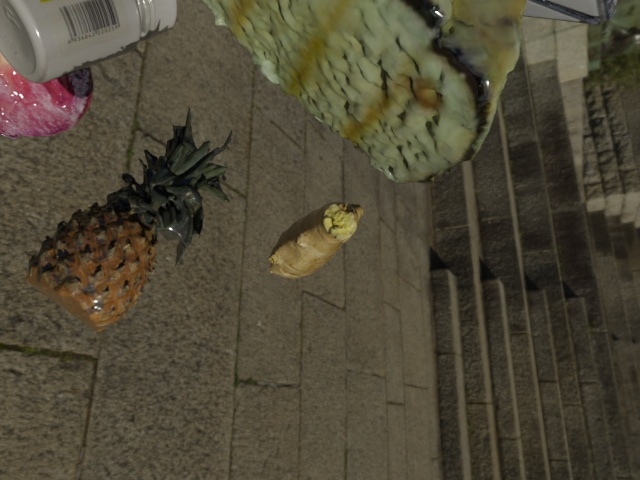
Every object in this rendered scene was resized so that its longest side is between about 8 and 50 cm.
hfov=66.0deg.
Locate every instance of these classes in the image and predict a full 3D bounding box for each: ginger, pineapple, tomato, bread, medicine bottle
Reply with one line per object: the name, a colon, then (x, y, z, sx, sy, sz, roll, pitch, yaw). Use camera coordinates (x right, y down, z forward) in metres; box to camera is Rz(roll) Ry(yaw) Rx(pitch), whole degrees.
ginger: (0.021, 0.000, 1.216, 0.236, 0.375, 0.166, -1, 82, -37)
pineapple: (-0.252, -0.040, 0.741, 0.364, 0.165, 0.166, -53, 133, -27)
tomato: (-0.734, -0.409, 1.187, 0.176, 0.334, 0.290, -123, -150, -45)
bread: (0.046, -0.276, 0.434, 0.395, 0.239, 0.264, 44, 69, -10)
medicine bottle: (-0.486, -0.481, 1.025, 0.339, 0.208, 0.208, -42, 122, -37)

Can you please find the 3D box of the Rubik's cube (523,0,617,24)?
Rubik's cube: (0.267, -0.443, 0.605, 0.254, 0.260, 0.259, -10, 116, -59)
